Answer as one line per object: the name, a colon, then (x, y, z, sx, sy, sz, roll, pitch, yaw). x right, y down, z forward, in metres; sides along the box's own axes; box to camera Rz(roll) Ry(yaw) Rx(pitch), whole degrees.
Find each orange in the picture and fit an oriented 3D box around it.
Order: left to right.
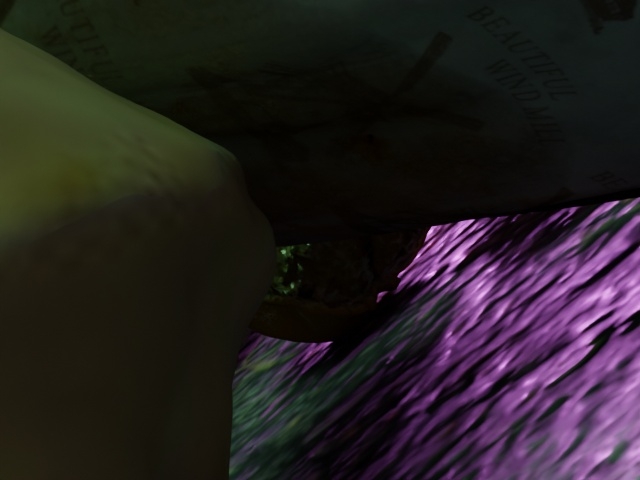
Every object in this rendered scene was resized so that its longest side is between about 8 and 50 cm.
orange: (0.000, 0.000, 0.676, 0.086, 0.062, 0.086, -28, 27, 16)

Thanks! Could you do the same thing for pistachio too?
pistachio: (-0.128, 0.054, 0.463, 0.230, 0.230, 0.309, -45, 1, -29)

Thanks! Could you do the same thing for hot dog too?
hot dog: (-0.001, -0.057, 0.508, 0.270, 0.162, 0.082, -7, 61, 31)

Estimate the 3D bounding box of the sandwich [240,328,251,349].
sandwich: (-0.143, -0.030, 0.751, 0.131, 0.262, 0.325, -22, 19, 44)
